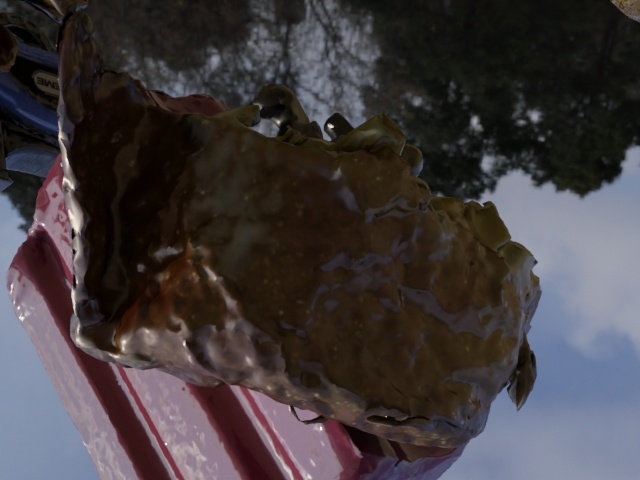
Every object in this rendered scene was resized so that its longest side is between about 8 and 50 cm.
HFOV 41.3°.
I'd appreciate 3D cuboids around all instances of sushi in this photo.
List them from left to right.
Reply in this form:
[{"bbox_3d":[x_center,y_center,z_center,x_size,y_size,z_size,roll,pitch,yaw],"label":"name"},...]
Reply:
[{"bbox_3d":[0.002,0.001,0.423,0.296,0.179,0.167,19,170,-19],"label":"sushi"}]

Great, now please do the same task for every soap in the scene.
[{"bbox_3d":[-0.090,0.079,0.632,0.128,0.233,0.360,0,-134,-50],"label":"soap"}]

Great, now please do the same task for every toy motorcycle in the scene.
[{"bbox_3d":[-0.258,-0.097,0.890,0.125,0.213,0.358,-25,156,35],"label":"toy motorcycle"}]

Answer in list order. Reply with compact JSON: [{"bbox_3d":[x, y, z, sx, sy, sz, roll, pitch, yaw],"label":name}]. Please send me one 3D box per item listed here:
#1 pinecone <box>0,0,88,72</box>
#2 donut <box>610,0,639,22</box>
[{"bbox_3d":[-0.289,-0.222,0.612,0.309,0.244,0.244,-3,-162,15],"label":"pinecone"},{"bbox_3d":[0.269,-0.251,0.557,0.118,0.254,0.253,14,-159,7],"label":"donut"}]
